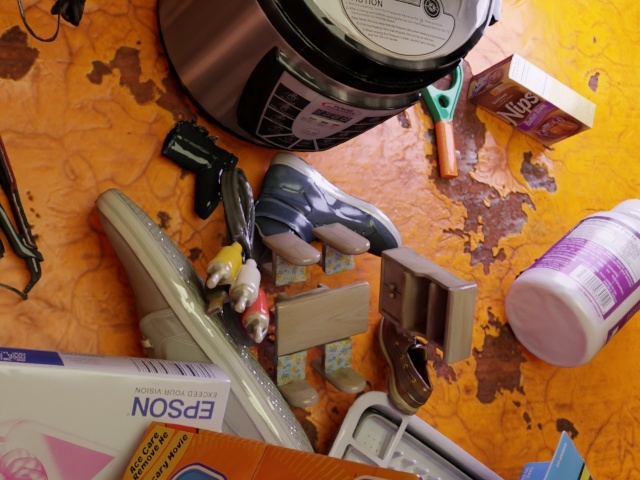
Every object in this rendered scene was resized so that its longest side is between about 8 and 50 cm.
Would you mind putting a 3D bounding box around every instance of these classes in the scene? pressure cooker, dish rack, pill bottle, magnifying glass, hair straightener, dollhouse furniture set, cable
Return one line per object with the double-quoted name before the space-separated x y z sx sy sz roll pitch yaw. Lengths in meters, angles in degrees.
"pressure cooker" 0.014 -0.338 1.291 0.375 0.420 0.370 52 57 -11
"dish rack" 0.110 0.401 1.373 0.333 0.072 0.285 37 61 -18
"pill bottle" 0.447 0.058 1.608 0.301 0.169 0.169 -36 97 -33
"magnifying glass" 0.196 -0.213 1.609 0.092 0.026 0.231 3 75 -31
"hair straightener" -0.401 -0.034 1.192 0.089 0.047 0.230 -19 93 -33
"dollhouse furniture set" 0.058 0.100 1.303 0.242 0.161 0.212 -12 116 -29
"cable" -0.087 0.018 1.239 0.139 0.072 0.287 57 24 -29

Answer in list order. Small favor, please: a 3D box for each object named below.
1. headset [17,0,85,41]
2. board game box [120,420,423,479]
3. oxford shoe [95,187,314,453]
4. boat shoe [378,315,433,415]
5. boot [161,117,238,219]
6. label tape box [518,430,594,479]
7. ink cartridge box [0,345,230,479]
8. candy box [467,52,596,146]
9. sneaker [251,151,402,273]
"headset" -0.459 -0.349 1.144 0.394 0.185 0.243 23 67 -13
"board game box" -0.026 0.437 0.967 0.356 0.356 0.356 49 56 -37
"oxford shoe" -0.164 0.140 1.235 0.130 0.169 0.449 -31 94 3
"boat shoe" 0.127 0.163 1.412 0.064 0.060 0.178 31 33 -30
"boot" -0.171 -0.099 1.342 0.099 0.045 0.121 35 55 -22
"label tape box" 0.303 0.451 1.376 0.249 0.115 0.347 -58 132 -30
"ink cartridge box" -0.285 0.284 1.081 0.324 0.071 0.330 8 98 -28
"candy box" 0.351 -0.230 1.655 0.187 0.109 0.053 27 65 -23
"sneaker" -0.001 0.000 1.388 0.226 0.086 0.163 32 54 -12
